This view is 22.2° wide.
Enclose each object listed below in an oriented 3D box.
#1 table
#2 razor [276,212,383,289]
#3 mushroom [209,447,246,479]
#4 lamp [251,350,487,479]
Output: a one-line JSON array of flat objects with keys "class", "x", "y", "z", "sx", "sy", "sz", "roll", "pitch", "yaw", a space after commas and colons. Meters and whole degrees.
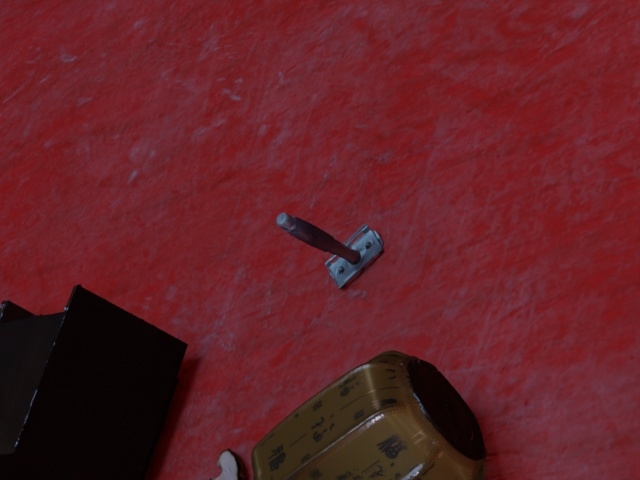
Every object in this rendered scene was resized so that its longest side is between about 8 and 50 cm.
[{"class": "table", "x": -0.270, "y": 0.177, "z": 1.767, "sx": 0.169, "sy": 0.172, "sz": 0.193, "roll": -13, "pitch": 53, "yaw": 49}, {"class": "razor", "x": 0.000, "y": 0.000, "z": 1.626, "sx": 0.068, "sy": 0.135, "sz": 0.040, "roll": -45, "pitch": 53, "yaw": 15}, {"class": "mushroom", "x": -0.092, "y": 0.249, "z": 1.624, "sx": 0.049, "sy": 0.019, "sz": 0.101, "roll": -34, "pitch": 36, "yaw": 27}, {"class": "lamp", "x": 0.041, "y": 0.193, "z": 1.393, "sx": 0.185, "sy": 0.161, "sz": 0.161, "roll": -37, "pitch": 38, "yaw": 21}]
